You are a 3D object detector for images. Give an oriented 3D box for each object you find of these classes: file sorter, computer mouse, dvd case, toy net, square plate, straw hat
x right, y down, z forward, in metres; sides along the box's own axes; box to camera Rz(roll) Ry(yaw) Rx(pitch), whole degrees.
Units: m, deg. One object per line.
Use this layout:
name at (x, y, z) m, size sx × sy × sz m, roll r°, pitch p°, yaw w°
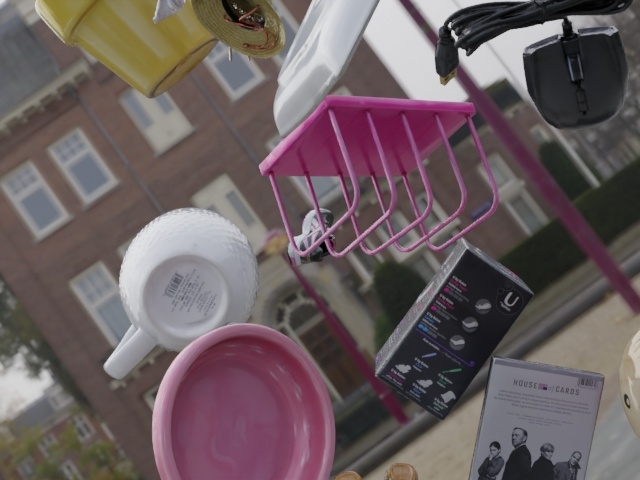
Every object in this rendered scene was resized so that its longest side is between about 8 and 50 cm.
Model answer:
file sorter at (0.097, -0.087, 1.746) m, size 0.291 × 0.182 × 0.202 m, roll -2°, pitch -26°, yaw -35°
computer mouse at (0.206, -0.151, 1.081) m, size 0.184 × 0.060 × 0.262 m, roll -10°, pitch -20°, yaw 8°
dvd case at (0.335, 0.311, 1.784) m, size 0.029 × 0.179 × 0.238 m, roll -110°, pitch 30°, yaw -85°
toy net at (-0.200, -0.428, 1.708) m, size 0.122 × 0.045 × 0.232 m, roll 123°, pitch 162°, yaw -67°
square plate at (0.039, -0.301, 1.274) m, size 0.344 × 0.049 × 0.347 m, roll -67°, pitch 9°, yaw -10°
straw hat at (-0.098, -0.317, 1.533) m, size 0.061 × 0.144 × 0.144 m, roll -63°, pitch 7°, yaw -29°

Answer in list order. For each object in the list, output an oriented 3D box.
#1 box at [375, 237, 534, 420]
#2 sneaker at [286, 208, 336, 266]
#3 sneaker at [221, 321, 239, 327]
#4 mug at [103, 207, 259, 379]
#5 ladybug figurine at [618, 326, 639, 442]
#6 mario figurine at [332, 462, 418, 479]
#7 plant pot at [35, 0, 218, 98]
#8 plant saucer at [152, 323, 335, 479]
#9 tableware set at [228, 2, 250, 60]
box at (0.227, 0.150, 1.968) m, size 0.270 × 0.143 × 0.165 m, roll -56°, pitch 1°, yaw 7°
sneaker at (0.000, 0.000, 2.280) m, size 0.077 × 0.072 × 0.178 m, roll 3°, pitch 36°, yaw 21°
sneaker at (-0.085, 0.235, 1.953) m, size 0.132 × 0.228 × 0.086 m, roll -19°, pitch -6°, yaw -43°
mug at (-0.288, 0.121, 2.228) m, size 0.374 × 0.276 × 0.328 m, roll -48°, pitch 8°, yaw 1°
ladybug figurine at (0.557, 0.161, 1.620) m, size 0.449 × 0.162 × 0.305 m, roll -12°, pitch -47°, yaw -52°
mario figurine at (0.085, 0.493, 1.768) m, size 0.198 × 0.320 × 0.170 m, roll 6°, pitch 22°, yaw 25°
plant pot at (-0.307, -0.381, 1.925) m, size 0.254 × 0.239 × 0.254 m, roll -42°, pitch 2°, yaw 2°
plant saucer at (-0.125, 0.296, 1.753) m, size 0.084 × 0.332 × 0.332 m, roll -15°, pitch 11°, yaw 47°
tableware set at (-0.178, -0.423, 2.113) m, size 0.039 × 0.128 × 0.194 m, roll -25°, pitch -26°, yaw -11°
